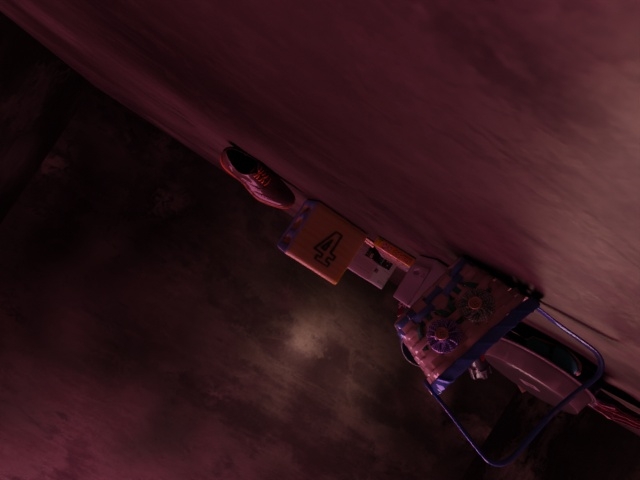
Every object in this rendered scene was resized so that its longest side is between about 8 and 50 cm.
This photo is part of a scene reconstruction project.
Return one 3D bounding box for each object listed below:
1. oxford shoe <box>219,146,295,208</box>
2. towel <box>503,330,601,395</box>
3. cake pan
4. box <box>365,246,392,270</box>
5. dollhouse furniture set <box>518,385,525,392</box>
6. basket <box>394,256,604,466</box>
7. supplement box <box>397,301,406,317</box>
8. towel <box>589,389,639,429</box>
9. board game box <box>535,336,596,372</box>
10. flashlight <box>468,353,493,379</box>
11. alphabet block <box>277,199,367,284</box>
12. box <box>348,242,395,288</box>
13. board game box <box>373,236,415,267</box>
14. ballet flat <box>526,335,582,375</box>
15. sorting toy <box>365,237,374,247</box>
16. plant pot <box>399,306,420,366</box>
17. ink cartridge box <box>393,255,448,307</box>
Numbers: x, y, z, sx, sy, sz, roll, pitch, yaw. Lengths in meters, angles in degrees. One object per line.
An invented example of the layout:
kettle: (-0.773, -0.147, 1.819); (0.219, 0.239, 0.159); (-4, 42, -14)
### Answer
oxford shoe: (-0.189, -0.187, 1.365); (0.271, 0.097, 0.098); (34, 172, -13)
towel: (0.641, 0.344, 1.313); (0.336, 0.040, 0.243); (32, -171, 35)
cake pan: (0.563, 0.357, 1.179); (0.293, 0.054, 0.293); (35, 171, 7)
box: (0.209, 0.057, 1.549); (0.083, 0.052, 0.062); (33, 180, -21)
dollhouse furniture set: (0.691, 0.423, 1.524); (0.151, 0.144, 0.123); (68, -173, 30)
basket: (0.284, 0.196, 0.775); (0.289, 0.255, 0.201); (44, 180, 19)
supplement box: (0.462, 0.308, 1.895); (0.239, 0.073, 0.130); (20, 147, -17)
towel: (0.827, 0.463, 1.359); (0.237, 0.037, 0.329); (23, -174, -19)
board game box: (0.653, 0.322, 1.213); (0.168, 0.033, 0.133); (34, 178, -10)
flashlight: (0.558, 0.373, 1.595); (0.103, 0.103, 0.304); (-10, 130, 26)
alphabet block: (0.000, 0.000, 1.446); (0.197, 0.193, 0.192); (33, 180, -16)
box: (0.180, 0.086, 1.779); (0.182, 0.119, 0.181); (32, 178, 30)
board game box: (0.234, 0.053, 1.366); (0.124, 0.039, 0.259); (33, -179, 17)
ballet flat: (0.592, 0.281, 1.113); (0.052, 0.057, 0.168); (4, -167, -20)
sorting toy: (0.170, 0.007, 1.508); (0.083, 0.012, 0.062); (36, 174, 12)
plant pot: (0.426, 0.312, 1.705); (0.290, 0.290, 0.195); (34, -158, -25)
ink cartridge box: (0.290, 0.137, 1.069); (0.176, 0.127, 0.128); (34, 179, -7)
